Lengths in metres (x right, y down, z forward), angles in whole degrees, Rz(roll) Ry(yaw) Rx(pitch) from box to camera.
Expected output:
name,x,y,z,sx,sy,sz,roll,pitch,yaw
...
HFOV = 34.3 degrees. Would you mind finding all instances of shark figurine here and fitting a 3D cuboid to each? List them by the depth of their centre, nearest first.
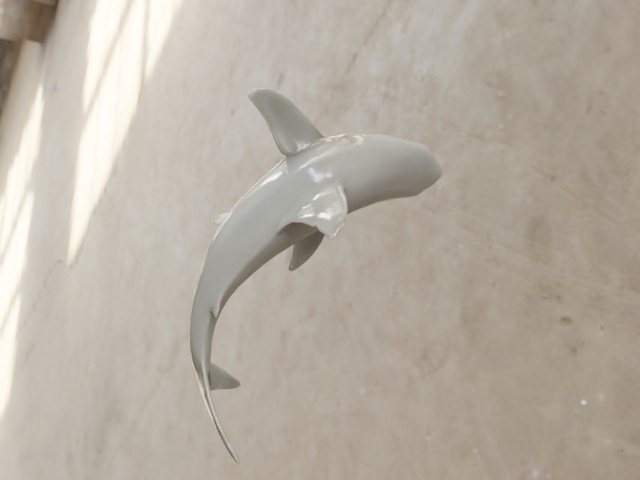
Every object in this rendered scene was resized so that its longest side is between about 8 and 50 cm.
name,x,y,z,sx,sy,sz,roll,pitch,yaw
shark figurine,-0.025,0.008,0.751,0.278,0.166,0.116,-50,33,-7
